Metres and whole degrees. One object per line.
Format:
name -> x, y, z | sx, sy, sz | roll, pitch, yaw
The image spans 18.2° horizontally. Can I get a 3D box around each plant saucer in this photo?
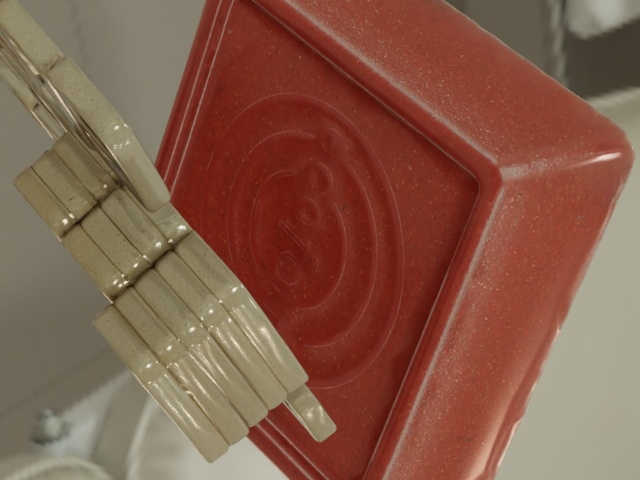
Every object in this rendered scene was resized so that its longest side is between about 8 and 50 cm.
plant saucer -> 0.000, 0.000, 0.946 | 0.048, 0.259, 0.258 | -9, 129, -43

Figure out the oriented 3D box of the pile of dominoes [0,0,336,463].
pile of dominoes -> -0.098, -0.038, 0.615 | 0.040, 0.251, 0.196 | -40, 143, -6
